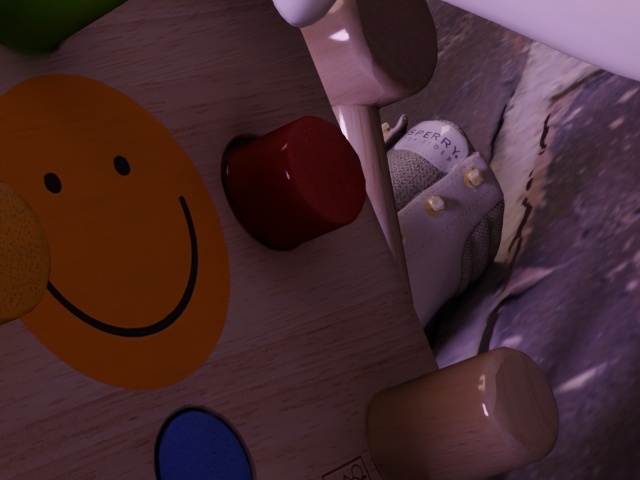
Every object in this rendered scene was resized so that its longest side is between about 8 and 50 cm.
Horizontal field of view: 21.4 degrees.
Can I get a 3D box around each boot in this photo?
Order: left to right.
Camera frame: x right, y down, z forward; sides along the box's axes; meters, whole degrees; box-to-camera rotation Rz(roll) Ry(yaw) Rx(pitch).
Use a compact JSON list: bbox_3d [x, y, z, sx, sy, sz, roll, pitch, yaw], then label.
[{"bbox_3d":[0.000,0.000,0.737,0.165,0.213,0.077,-45,55,-14],"label":"boot"}]

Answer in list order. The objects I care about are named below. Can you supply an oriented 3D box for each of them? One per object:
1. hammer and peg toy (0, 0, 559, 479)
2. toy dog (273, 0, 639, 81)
[{"bbox_3d":[-0.031,-0.002,0.522,0.127,0.266,0.361,-25,-6,36],"label":"hammer and peg toy"},{"bbox_3d":[0.143,-0.166,0.384,0.395,0.408,0.284,-34,19,32],"label":"toy dog"}]
